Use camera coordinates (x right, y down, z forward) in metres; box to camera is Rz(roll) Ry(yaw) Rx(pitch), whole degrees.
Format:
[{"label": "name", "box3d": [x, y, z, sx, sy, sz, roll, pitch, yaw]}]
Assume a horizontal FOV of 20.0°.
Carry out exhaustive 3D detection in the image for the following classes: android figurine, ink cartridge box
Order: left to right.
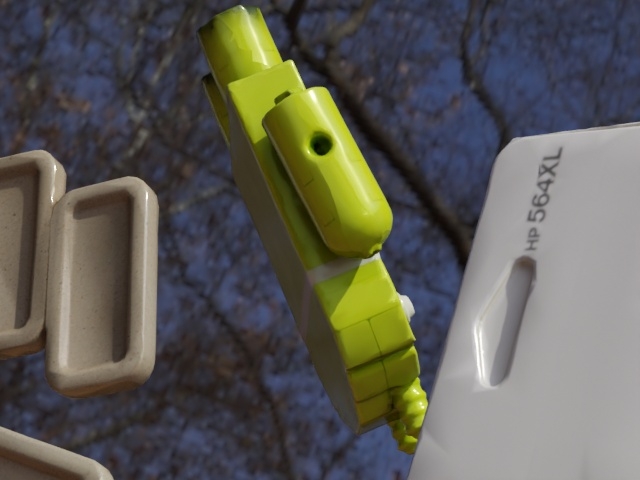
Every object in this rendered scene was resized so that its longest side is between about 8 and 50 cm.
[{"label": "android figurine", "box3d": [0.000, 0.000, 1.080, 0.056, 0.273, 0.248, -23, -15, -8]}, {"label": "ink cartridge box", "box3d": [0.129, 0.074, 0.603, 0.086, 0.148, 0.203, -5, -32, 39]}]

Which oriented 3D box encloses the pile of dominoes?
[{"label": "pile of dominoes", "box3d": [-0.153, 0.053, 0.518, 0.251, 0.196, 0.040, 15, -16, 30]}]
